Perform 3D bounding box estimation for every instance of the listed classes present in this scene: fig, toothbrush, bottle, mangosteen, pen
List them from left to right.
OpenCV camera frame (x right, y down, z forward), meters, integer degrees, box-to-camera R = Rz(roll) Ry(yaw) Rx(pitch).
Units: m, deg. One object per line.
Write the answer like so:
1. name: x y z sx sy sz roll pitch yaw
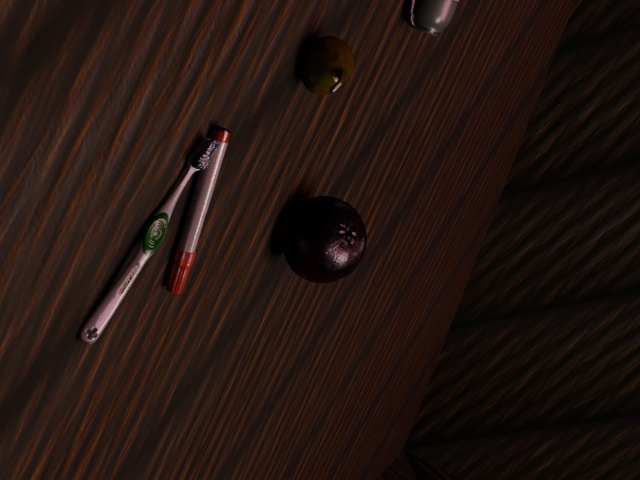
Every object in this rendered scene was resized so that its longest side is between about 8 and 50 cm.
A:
1. toothbrush: -0.213 -0.003 1.291 0.304 0.030 0.030 -59 161 -13
2. pen: -0.164 -0.038 1.376 0.028 0.028 0.239 -21 132 -65
3. mangosteen: 0.000 0.000 1.732 0.152 0.152 0.152 -54 159 -32
4. fig: 0.017 -0.252 1.503 0.084 0.098 0.082 -37 129 -17
5. bottle: 0.220 -0.489 1.810 0.096 0.079 0.254 10 108 -32
